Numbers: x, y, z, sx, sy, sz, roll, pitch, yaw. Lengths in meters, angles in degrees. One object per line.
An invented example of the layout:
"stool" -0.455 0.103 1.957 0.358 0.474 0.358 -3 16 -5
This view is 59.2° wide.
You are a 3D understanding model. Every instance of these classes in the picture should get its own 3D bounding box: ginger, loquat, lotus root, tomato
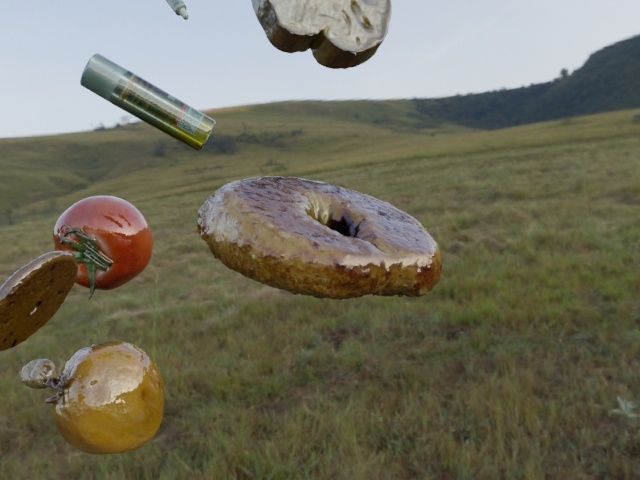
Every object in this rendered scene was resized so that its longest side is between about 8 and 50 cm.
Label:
"ginger" -0.774 0.370 1.559 0.104 0.080 0.204 22 -24 -20
"loquat" -0.416 0.312 1.130 0.193 0.239 0.238 -20 -5 31
"lotus root" 0.009 -0.646 1.480 0.390 0.375 0.111 25 -14 -14
"tomato" -0.575 0.006 1.501 0.255 0.256 0.224 -7 15 13

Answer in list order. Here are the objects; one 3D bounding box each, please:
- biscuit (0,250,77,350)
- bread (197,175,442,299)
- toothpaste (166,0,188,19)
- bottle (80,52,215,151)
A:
"biscuit" -0.517 0.105 1.004 0.036 0.212 0.212 34 7 4
"bread" 0.000 0.000 0.440 0.193 0.064 0.193 13 17 -4
"toothpaste" -0.361 -0.586 1.310 0.048 0.197 0.029 -45 -16 34
"bottle" -0.374 -0.300 1.233 0.286 0.082 0.082 29 -10 -17
